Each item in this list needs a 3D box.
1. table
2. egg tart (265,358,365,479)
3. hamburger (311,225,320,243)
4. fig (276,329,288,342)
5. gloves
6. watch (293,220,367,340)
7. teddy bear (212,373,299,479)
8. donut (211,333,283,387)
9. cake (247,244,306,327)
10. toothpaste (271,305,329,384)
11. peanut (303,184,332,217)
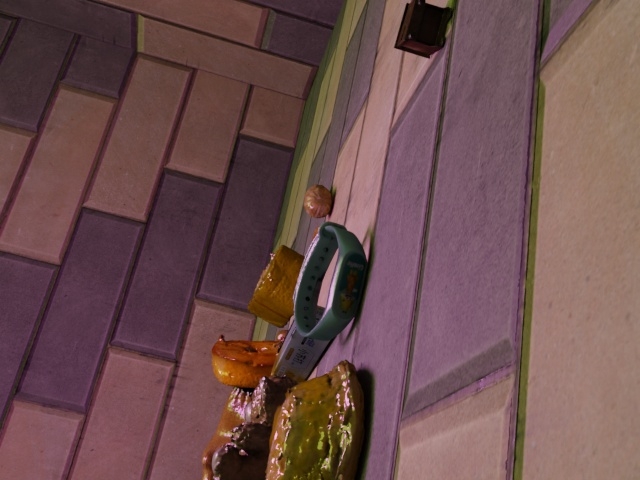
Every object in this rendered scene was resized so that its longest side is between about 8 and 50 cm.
[{"bbox_3d":[0.181,-0.375,1.303,0.082,0.070,0.083,-146,72,-83],"label":"table"},{"bbox_3d":[-0.019,0.335,1.217,0.315,0.120,0.315,-165,90,-81],"label":"egg tart"},{"bbox_3d":[0.000,0.000,2.008,0.076,0.044,0.083,-88,12,-62],"label":"hamburger"},{"bbox_3d":[-0.103,0.287,2.210,0.083,0.050,0.050,-15,-59,-83],"label":"fig"},{"bbox_3d":[-0.196,0.547,1.926,0.155,0.203,0.357,60,-134,-69],"label":"gloves"},{"bbox_3d":[0.019,0.081,1.473,0.195,0.068,0.237,1,78,65],"label":"watch"},{"bbox_3d":[-0.112,0.416,1.618,0.267,0.156,0.256,46,-130,-64],"label":"teddy bear"},{"bbox_3d":[-0.173,0.317,1.964,0.253,0.253,0.119,177,97,-82],"label":"donut"},{"bbox_3d":[-0.108,0.131,2.137,0.179,0.156,0.260,-61,6,-27],"label":"cake"},{"bbox_3d":[-0.040,0.236,1.685,0.313,0.089,0.071,115,174,-56],"label":"toothpaste"},{"bbox_3d":[-0.008,-0.118,2.153,0.193,0.089,0.089,-109,35,-76],"label":"peanut"}]
